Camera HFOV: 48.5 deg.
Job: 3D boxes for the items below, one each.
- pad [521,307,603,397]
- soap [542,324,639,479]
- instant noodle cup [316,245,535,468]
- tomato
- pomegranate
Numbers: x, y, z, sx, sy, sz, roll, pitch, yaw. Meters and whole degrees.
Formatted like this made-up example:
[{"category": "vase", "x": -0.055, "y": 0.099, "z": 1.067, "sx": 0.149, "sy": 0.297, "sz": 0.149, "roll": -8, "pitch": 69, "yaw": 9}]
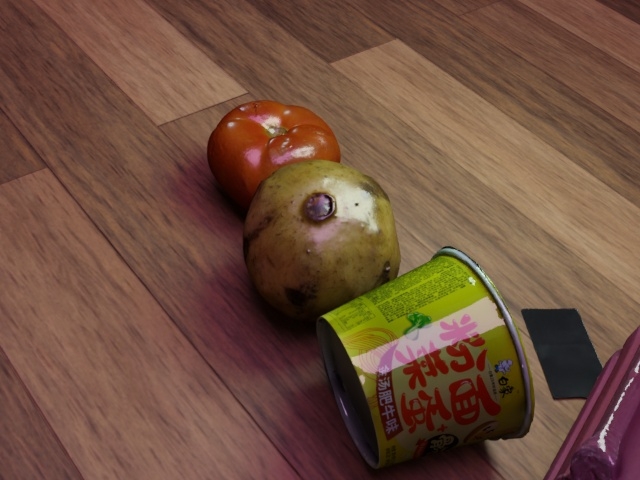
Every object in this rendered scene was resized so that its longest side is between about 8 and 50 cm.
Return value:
[{"category": "pad", "x": 0.439, "y": 0.197, "z": 1.270, "sx": 0.116, "sy": 0.004, "sz": 0.193, "roll": 1, "pitch": 47, "yaw": -10}, {"category": "soap", "x": 0.454, "y": 0.273, "z": 1.041, "sx": 0.128, "sy": 0.233, "sz": 0.359, "roll": 34, "pitch": 52, "yaw": 17}, {"category": "instant noodle cup", "x": 0.138, "y": 0.188, "z": 1.050, "sx": 0.221, "sy": 0.311, "sz": 0.311, "roll": -18, "pitch": 52, "yaw": -12}, {"category": "tomato", "x": -0.093, "y": -0.160, "z": 1.389, "sx": 0.259, "sy": 0.180, "sz": 0.260, "roll": 6, "pitch": 44, "yaw": -6}, {"category": "pomegranate", "x": 0.000, "y": 0.000, "z": 1.205, "sx": 0.281, "sy": 0.281, "sz": 0.281, "roll": 5, "pitch": 47, "yaw": -5}]
